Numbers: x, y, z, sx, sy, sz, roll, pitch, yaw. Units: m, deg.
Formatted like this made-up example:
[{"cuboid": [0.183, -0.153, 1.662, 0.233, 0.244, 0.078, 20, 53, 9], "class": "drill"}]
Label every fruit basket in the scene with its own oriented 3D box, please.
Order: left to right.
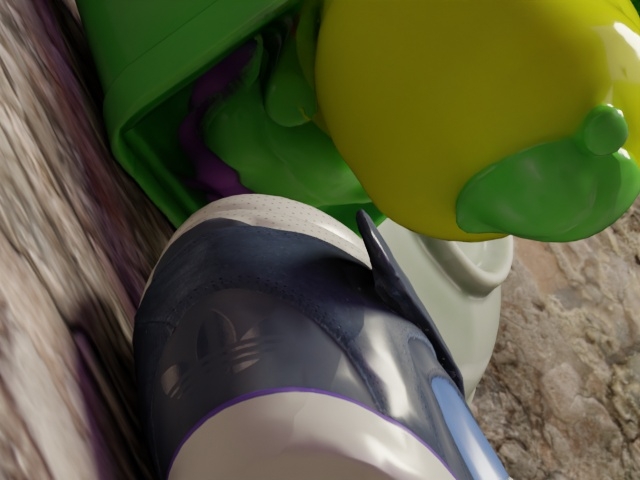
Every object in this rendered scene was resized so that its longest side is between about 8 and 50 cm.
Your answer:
[{"cuboid": [0.072, -0.104, 0.925, 0.392, 0.392, 0.283, 64, 5, 31], "class": "fruit basket"}]

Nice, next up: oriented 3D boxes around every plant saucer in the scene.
[{"cuboid": [0.059, -0.050, 1.270, 0.400, 0.100, 0.400, 48, 29, -39], "class": "plant saucer"}]

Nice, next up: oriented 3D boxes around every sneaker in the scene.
[{"cuboid": [0.040, 0.120, 0.681, 0.323, 0.130, 0.236, 53, 12, -27], "class": "sneaker"}]
